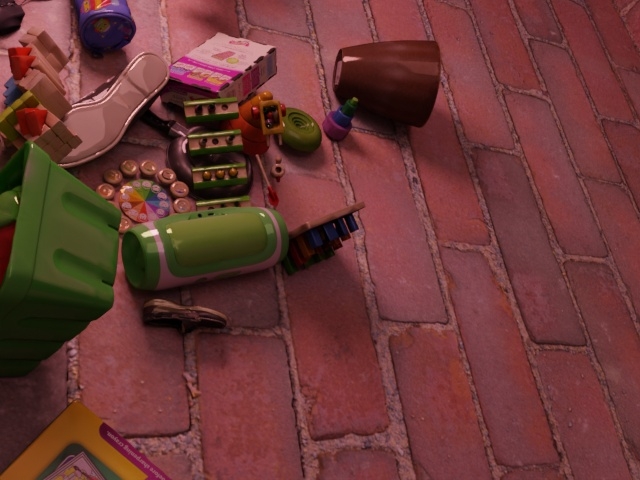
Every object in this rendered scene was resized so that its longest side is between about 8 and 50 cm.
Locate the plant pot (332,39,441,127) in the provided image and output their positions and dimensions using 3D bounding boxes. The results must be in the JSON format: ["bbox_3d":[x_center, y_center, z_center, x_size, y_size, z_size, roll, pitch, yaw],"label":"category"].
[{"bbox_3d":[0.152,-0.400,1.912,0.230,0.215,0.215,6,55,-11],"label":"plant pot"}]

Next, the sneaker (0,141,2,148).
[{"bbox_3d":[-0.638,-0.169,1.335,0.086,0.064,0.192,49,38,8],"label":"sneaker"}]

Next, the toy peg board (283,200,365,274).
[{"bbox_3d":[0.000,0.000,1.563,0.161,0.160,0.079,-23,89,-40],"label":"toy peg board"}]

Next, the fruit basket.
[{"bbox_3d":[-0.513,0.013,1.091,0.392,0.392,0.283,12,54,-24],"label":"fruit basket"}]

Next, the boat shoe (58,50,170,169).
[{"bbox_3d":[-0.420,-0.241,1.513,0.112,0.095,0.335,46,59,-12],"label":"boat shoe"}]

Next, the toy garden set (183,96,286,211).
[{"bbox_3d":[-0.156,-0.169,1.545,0.203,0.049,0.244,-7,86,-13],"label":"toy garden set"}]

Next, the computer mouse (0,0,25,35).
[{"bbox_3d":[-0.617,-0.493,1.599,0.071,0.041,0.242,35,47,-5],"label":"computer mouse"}]

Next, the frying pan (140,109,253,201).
[{"bbox_3d":[-0.260,-0.215,1.623,0.197,0.053,0.326,-27,78,-42],"label":"frying pan"}]

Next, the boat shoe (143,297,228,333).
[{"bbox_3d":[-0.242,0.143,1.382,0.152,0.056,0.049,11,58,-13],"label":"boat shoe"}]

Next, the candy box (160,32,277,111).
[{"bbox_3d":[-0.220,-0.362,1.686,0.159,0.071,0.233,20,44,21],"label":"candy box"}]

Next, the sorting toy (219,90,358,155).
[{"bbox_3d":[-0.046,-0.280,1.714,0.365,0.126,0.127,-11,59,-43],"label":"sorting toy"}]

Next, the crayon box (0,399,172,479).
[{"bbox_3d":[-0.320,0.460,1.077,0.363,0.106,0.313,41,49,0],"label":"crayon box"}]

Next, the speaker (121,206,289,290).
[{"bbox_3d":[-0.209,0.012,1.441,0.296,0.131,0.131,-10,65,-36],"label":"speaker"}]

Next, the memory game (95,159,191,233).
[{"bbox_3d":[-0.338,-0.079,1.492,0.186,0.012,0.186,13,57,-20],"label":"memory game"}]

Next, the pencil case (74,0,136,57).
[{"bbox_3d":[-0.472,-0.542,1.667,0.133,0.119,0.306,45,25,-61],"label":"pencil case"}]

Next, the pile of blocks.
[{"bbox_3d":[-0.536,-0.266,1.395,0.113,0.149,0.362,58,7,-49],"label":"pile of blocks"}]
